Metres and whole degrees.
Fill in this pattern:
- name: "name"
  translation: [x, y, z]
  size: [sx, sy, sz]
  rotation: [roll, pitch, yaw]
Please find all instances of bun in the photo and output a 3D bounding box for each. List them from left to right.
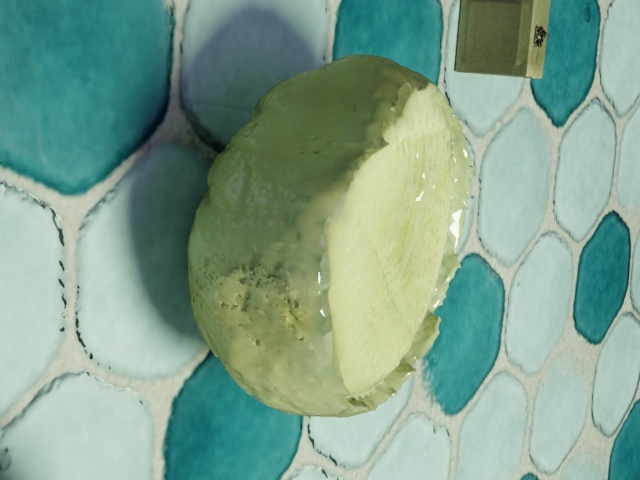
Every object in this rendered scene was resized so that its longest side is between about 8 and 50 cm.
- name: "bun"
  translation: [0.000, 0.000, 0.815]
  size: [0.259, 0.152, 0.259]
  rotation: [-42, 139, -52]

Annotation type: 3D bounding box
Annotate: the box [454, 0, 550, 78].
- name: "box"
  translation: [0.171, -0.193, 1.052]
  size: [0.035, 0.083, 0.079]
  rotation: [-7, 105, -52]
